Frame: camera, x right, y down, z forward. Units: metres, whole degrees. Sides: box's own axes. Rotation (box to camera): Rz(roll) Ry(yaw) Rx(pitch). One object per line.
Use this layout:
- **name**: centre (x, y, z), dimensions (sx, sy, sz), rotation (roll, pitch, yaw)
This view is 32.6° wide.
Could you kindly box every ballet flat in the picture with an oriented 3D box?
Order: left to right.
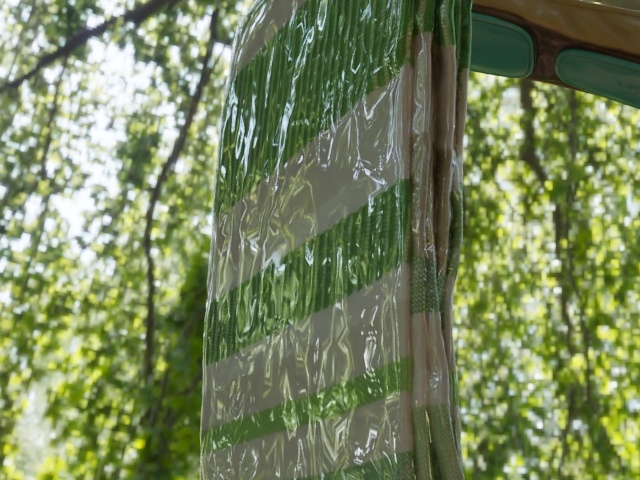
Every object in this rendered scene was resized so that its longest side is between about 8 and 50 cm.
- **ballet flat**: centre (0.162, -0.146, 0.760), dimensions (0.232, 0.073, 0.080), rotation (19, -23, 11)

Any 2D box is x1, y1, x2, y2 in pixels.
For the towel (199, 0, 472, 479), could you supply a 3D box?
- **towel**: centre (0.000, 0.000, 0.517), dimensions (0.038, 0.325, 0.248), rotation (9, -19, -25)
